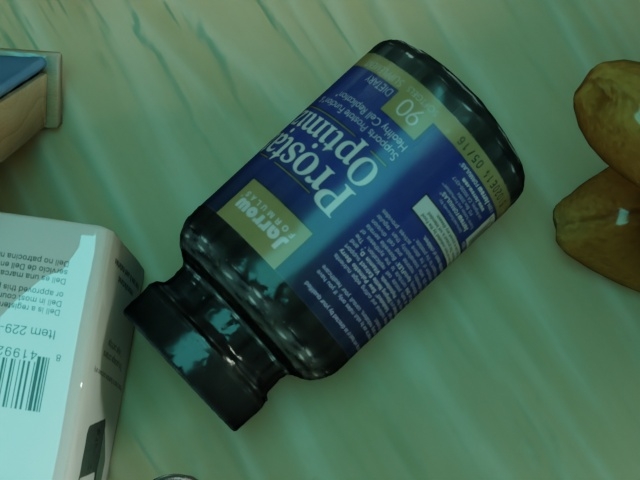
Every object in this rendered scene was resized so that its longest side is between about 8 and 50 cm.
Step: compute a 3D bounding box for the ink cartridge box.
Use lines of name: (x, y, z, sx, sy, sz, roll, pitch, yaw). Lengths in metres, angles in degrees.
ink cartridge box: (-0.232, 0.129, 0.842, 0.211, 0.121, 0.289, 8, 78, 5)

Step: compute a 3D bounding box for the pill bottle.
pill bottle: (0.000, 0.000, 0.860, 0.219, 0.123, 0.123, -43, 78, -7)

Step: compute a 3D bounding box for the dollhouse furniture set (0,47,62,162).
dollhouse furniture set: (-0.277, -0.197, 0.821, 0.287, 0.198, 0.303, 4, 106, 4)

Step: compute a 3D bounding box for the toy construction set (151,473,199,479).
toy construction set: (-0.080, 0.243, 0.712, 0.151, 0.328, 0.215, -44, 76, 34)

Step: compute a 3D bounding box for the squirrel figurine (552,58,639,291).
squirrel figurine: (0.324, -0.038, 0.712, 0.397, 0.370, 0.281, 33, 91, 2)
